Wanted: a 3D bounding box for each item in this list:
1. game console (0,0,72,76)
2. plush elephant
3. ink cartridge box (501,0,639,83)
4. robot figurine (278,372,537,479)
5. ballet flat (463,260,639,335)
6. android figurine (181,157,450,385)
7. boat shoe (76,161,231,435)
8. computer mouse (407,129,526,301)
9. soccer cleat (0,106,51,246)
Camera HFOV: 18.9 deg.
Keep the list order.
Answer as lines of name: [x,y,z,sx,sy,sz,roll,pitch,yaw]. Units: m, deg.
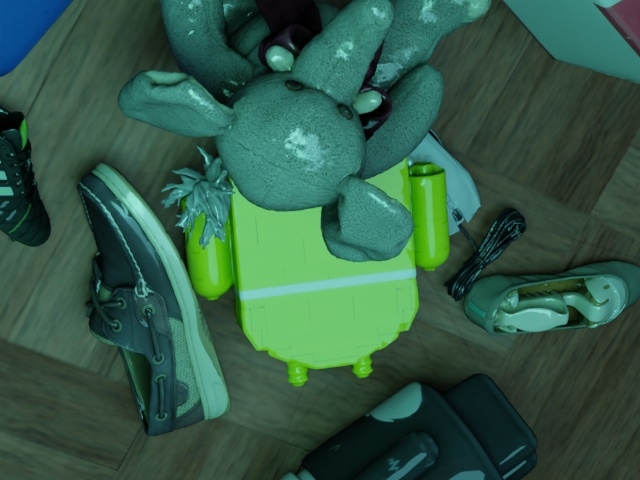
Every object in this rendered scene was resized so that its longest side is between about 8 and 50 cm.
game console: [-0.272,-0.315,1.534,0.250,0.173,0.293,40,92,-2]
plush elephant: [-0.015,-0.123,1.565,0.272,0.255,0.330,28,94,-17]
ink cartridge box: [0.284,-0.365,1.627,0.279,0.160,0.385,40,79,-42]
robot figurine: [0.078,0.251,1.866,0.278,0.173,0.209,-34,120,-8]
ballet flat: [0.246,0.066,1.925,0.213,0.068,0.072,-4,114,-24]
android figurine: [0.000,0.000,1.754,0.248,0.056,0.273,-9,104,-11]
boat shoe: [-0.162,0.063,1.714,0.092,0.103,0.285,-31,128,-15]
computer mouse: [0.119,-0.034,1.835,0.106,0.042,0.193,-42,123,-1]
soccer cleat: [-0.269,-0.067,1.620,0.072,0.060,0.179,-19,124,20]
